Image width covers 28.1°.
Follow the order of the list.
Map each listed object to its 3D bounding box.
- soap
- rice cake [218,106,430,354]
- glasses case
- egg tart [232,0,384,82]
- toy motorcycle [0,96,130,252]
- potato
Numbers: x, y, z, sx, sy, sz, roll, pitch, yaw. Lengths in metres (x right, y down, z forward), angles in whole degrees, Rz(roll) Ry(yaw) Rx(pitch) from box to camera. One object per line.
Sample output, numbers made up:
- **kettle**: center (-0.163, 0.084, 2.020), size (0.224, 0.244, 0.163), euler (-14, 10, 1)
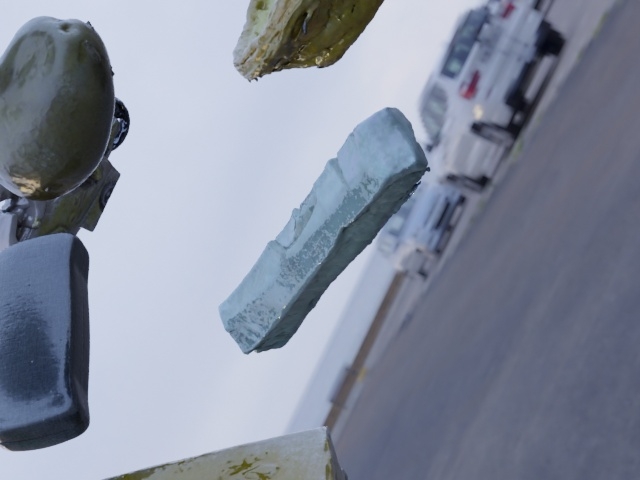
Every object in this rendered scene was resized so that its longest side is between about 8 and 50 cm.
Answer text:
- **soap**: center (-0.118, 0.405, 1.592), size (0.293, 0.335, 0.156), euler (-95, -10, -54)
- **rice cake**: center (0.000, 0.000, 1.141), size (0.063, 0.066, 0.336), euler (-16, -23, -37)
- **glasses case**: center (-0.380, 0.131, 1.733), size (0.074, 0.131, 0.323), euler (66, -169, -48)
- **egg tart**: center (0.008, -0.306, 1.544), size (0.294, 0.123, 0.294), euler (-52, 17, 24)
- **toy motorcycle**: center (-0.422, -0.088, 1.981), size (0.223, 0.108, 0.340), euler (27, -93, -50)
- **potato**: center (-0.327, -0.156, 1.527), size (0.160, 0.178, 0.235), euler (-30, -35, -64)
